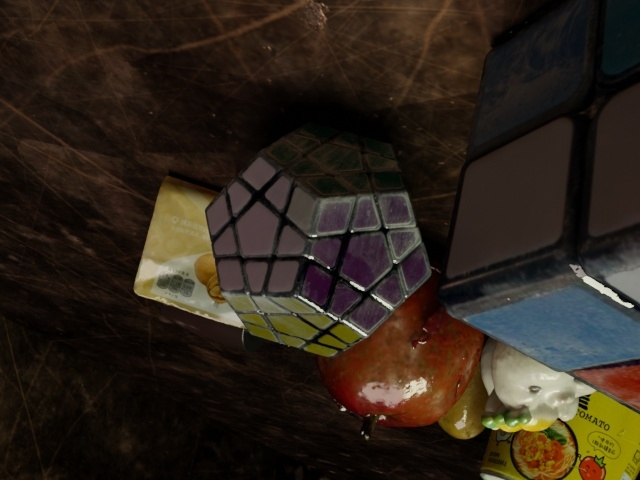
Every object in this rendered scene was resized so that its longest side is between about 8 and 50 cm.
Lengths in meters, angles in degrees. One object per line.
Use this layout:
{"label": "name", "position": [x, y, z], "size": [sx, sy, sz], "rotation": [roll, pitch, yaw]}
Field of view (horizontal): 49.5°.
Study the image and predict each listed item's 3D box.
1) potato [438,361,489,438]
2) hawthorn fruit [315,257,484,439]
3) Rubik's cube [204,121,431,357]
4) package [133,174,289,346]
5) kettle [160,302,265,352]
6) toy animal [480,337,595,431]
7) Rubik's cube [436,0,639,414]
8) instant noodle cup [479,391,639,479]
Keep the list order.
{"label": "potato", "position": [0.322, 0.369, 1.580], "size": [0.178, 0.158, 0.203], "rotation": [18, 149, -2]}
{"label": "hawthorn fruit", "position": [0.125, 0.167, 1.168], "size": [0.316, 0.316, 0.316], "rotation": [14, 153, 7]}
{"label": "Rubik's cube", "position": [0.000, 0.000, 0.947], "size": [0.264, 0.319, 0.319], "rotation": [-17, 146, 6]}
{"label": "package", "position": [-0.148, 0.025, 1.255], "size": [0.311, 0.221, 0.165], "rotation": [17, -167, -2]}
{"label": "kettle", "position": [-0.223, 0.141, 1.528], "size": [0.232, 0.144, 0.202], "rotation": [15, -175, 20]}
{"label": "toy animal", "position": [0.358, 0.190, 1.140], "size": [0.183, 0.247, 0.310], "rotation": [1, 160, 12]}
{"label": "Rubik's cube", "position": [0.334, -0.045, 0.607], "size": [0.313, 0.318, 0.316], "rotation": [28, 152, -23]}
{"label": "instant noodle cup", "position": [0.476, 0.400, 1.360], "size": [0.325, 0.254, 0.325], "rotation": [26, 162, 9]}
